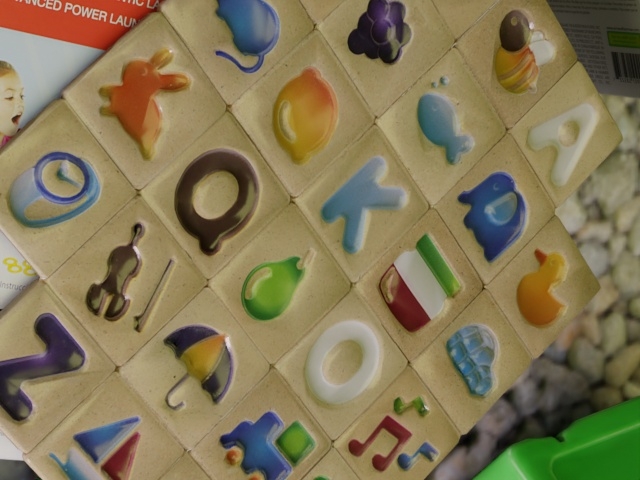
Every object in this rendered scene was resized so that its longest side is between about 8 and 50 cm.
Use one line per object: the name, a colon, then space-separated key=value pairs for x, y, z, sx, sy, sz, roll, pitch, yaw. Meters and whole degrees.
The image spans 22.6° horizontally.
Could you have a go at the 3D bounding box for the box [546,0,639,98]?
box: x=0.247 y=-0.168 z=1.008 sx=0.203 sy=0.114 sz=0.103 roll=-21 pitch=109 yaw=-24

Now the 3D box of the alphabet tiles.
alphabet tiles: x=0.000 y=0.000 z=0.766 sx=0.342 sy=0.011 sz=0.285 roll=-45 pitch=120 yaw=-15

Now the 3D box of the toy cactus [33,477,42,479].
toy cactus: x=-0.179 y=0.183 z=0.879 sx=0.180 sy=0.112 sz=0.219 roll=43 pitch=81 yaw=-9

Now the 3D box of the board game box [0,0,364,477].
board game box: x=-0.144 y=-0.057 z=0.726 sx=0.308 sy=0.086 sz=0.302 roll=10 pitch=96 yaw=-31

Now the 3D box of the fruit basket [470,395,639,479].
fruit basket: x=0.197 y=0.318 z=0.998 sx=0.283 sy=0.392 sz=0.392 roll=-17 pitch=108 yaw=-24
